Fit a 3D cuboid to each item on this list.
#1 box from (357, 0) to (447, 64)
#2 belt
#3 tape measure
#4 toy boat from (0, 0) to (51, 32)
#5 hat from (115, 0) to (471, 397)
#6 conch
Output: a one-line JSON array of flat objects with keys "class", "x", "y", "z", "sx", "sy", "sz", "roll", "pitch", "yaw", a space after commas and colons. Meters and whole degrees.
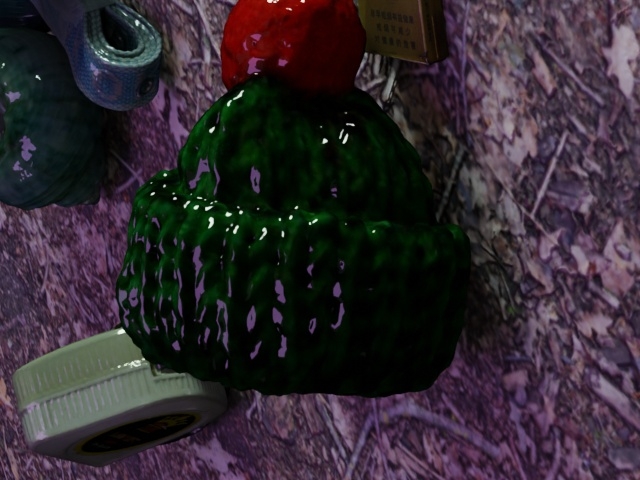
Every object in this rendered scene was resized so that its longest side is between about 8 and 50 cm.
[{"class": "box", "x": 0.058, "y": -0.207, "z": 1.538, "sx": 0.090, "sy": 0.023, "sz": 0.133, "roll": 15, "pitch": 118, "yaw": 55}, {"class": "belt", "x": -0.253, "y": -0.242, "z": 1.979, "sx": 0.302, "sy": 0.087, "sz": 0.072, "roll": 50, "pitch": 149, "yaw": 34}, {"class": "tape measure", "x": -0.187, "y": 0.148, "z": 2.001, "sx": 0.235, "sy": 0.207, "sz": 0.115, "roll": 37, "pitch": -148, "yaw": -71}, {"class": "toy boat", "x": -0.324, "y": -0.248, "z": 2.131, "sx": 0.141, "sy": 0.060, "sz": 0.055, "roll": 9, "pitch": 114, "yaw": 49}, {"class": "hat", "x": -0.009, "y": -0.047, "z": 1.541, "sx": 0.242, "sy": 0.274, "sz": 0.332, "roll": 10, "pitch": 95, "yaw": 49}, {"class": "conch", "x": -0.293, "y": -0.121, "z": 2.079, "sx": 0.196, "sy": 0.134, "sz": 0.202, "roll": -126, "pitch": 26, "yaw": -63}]
